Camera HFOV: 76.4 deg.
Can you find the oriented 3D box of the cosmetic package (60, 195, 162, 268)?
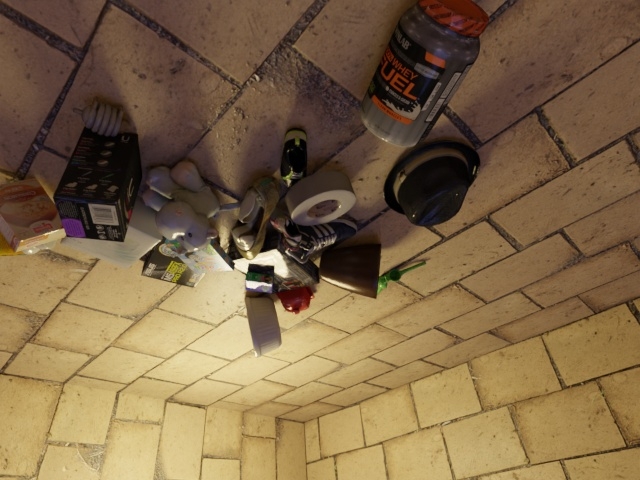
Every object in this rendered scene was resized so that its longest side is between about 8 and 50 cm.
[{"bbox_3d":[-0.668,-0.045,1.327,0.225,0.138,0.224,-33,135,29],"label":"cosmetic package"}]

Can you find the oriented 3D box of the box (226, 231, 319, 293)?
[{"bbox_3d":[-0.179,0.098,1.595,0.242,0.076,0.307,-16,142,26],"label":"box"}]

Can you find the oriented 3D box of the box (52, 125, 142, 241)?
[{"bbox_3d":[-0.580,-0.151,1.091,0.143,0.270,0.165,6,141,-15],"label":"box"}]

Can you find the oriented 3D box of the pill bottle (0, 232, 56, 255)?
[{"bbox_3d":[-1.002,-0.009,1.342,0.208,0.117,0.117,-4,142,-4],"label":"pill bottle"}]

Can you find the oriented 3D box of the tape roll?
[{"bbox_3d":[0.001,-0.130,1.304,0.219,0.072,0.219,-17,160,-6],"label":"tape roll"}]

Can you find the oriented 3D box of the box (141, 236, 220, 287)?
[{"bbox_3d":[-0.536,0.072,1.556,0.216,0.060,0.270,19,135,-29],"label":"box"}]

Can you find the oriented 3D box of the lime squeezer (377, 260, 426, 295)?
[{"bbox_3d":[0.326,0.175,1.809,0.110,0.059,0.310,23,133,-32],"label":"lime squeezer"}]

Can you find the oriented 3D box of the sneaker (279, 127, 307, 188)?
[{"bbox_3d":[-0.081,-0.222,1.209,0.084,0.097,0.234,-2,142,-4],"label":"sneaker"}]

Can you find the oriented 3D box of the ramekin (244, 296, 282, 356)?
[{"bbox_3d":[-0.259,0.379,1.835,0.127,0.273,0.273,-12,144,-12],"label":"ramekin"}]

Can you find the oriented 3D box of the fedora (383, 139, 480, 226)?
[{"bbox_3d":[0.371,-0.154,1.314,0.334,0.152,0.334,-4,143,-3],"label":"fedora"}]

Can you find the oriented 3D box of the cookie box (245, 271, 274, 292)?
[{"bbox_3d":[-0.240,0.165,1.595,0.107,0.040,0.092,8,148,-6],"label":"cookie box"}]

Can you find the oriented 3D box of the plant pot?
[{"bbox_3d":[0.116,0.109,1.601,0.230,0.215,0.215,6,143,9],"label":"plant pot"}]

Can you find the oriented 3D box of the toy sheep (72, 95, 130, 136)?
[{"bbox_3d":[-0.558,-0.313,1.041,0.132,0.091,0.091,16,137,-34],"label":"toy sheep"}]

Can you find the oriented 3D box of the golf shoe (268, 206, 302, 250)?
[{"bbox_3d":[-0.114,-0.057,1.362,0.067,0.186,0.086,-19,149,-33],"label":"golf shoe"}]

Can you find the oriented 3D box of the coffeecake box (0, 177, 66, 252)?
[{"bbox_3d":[-0.857,-0.077,1.183,0.068,0.142,0.185,-38,87,36],"label":"coffeecake box"}]

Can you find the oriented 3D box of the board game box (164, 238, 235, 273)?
[{"bbox_3d":[-0.420,0.048,1.438,0.160,0.039,0.211,-5,146,15],"label":"board game box"}]

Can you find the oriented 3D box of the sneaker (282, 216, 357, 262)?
[{"bbox_3d":[0.000,0.000,1.459,0.282,0.153,0.099,3,141,-10],"label":"sneaker"}]

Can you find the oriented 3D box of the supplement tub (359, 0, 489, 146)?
[{"bbox_3d":[0.234,-0.396,0.953,0.193,0.193,0.316,8,139,-17],"label":"supplement tub"}]

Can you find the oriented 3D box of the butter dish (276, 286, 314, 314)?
[{"bbox_3d":[-0.113,0.276,1.827,0.160,0.118,0.160,-13,142,8],"label":"butter dish"}]

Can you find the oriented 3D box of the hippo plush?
[{"bbox_3d":[-0.422,-0.066,1.250,0.234,0.236,0.294,-23,139,20],"label":"hippo plush"}]

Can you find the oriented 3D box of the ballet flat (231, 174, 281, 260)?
[{"bbox_3d":[-0.233,-0.061,1.340,0.123,0.123,0.348,12,127,-22],"label":"ballet flat"}]
